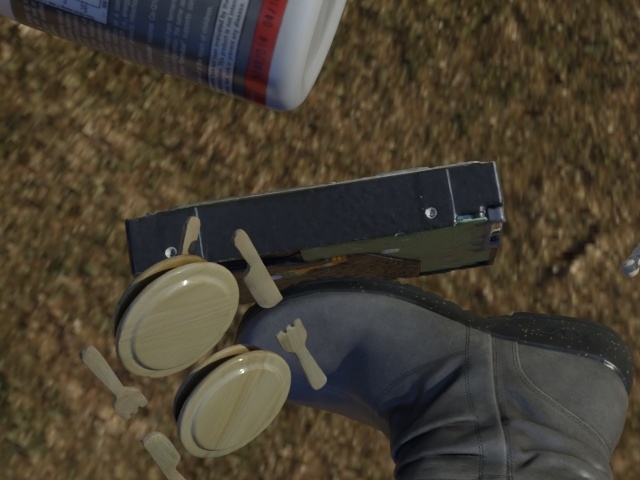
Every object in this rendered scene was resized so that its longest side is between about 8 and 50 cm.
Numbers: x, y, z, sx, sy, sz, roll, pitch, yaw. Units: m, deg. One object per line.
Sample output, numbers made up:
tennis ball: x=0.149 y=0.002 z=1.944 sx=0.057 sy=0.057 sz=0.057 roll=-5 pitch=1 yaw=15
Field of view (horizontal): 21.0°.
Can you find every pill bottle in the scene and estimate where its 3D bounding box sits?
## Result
pill bottle: x=-0.157 y=-0.258 z=1.431 sx=0.362 sy=0.210 sz=0.210 roll=19 pitch=117 yaw=4

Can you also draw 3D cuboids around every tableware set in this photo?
tableware set: x=-0.078 y=0.070 z=1.091 sx=0.128 sy=0.039 sz=0.194 roll=-38 pitch=143 yaw=-10

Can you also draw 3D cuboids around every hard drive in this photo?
hard drive: x=0.000 y=0.000 z=1.631 sx=0.338 sy=0.237 sz=0.064 roll=-8 pitch=79 yaw=2

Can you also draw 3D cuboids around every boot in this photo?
boot: x=0.068 y=0.143 z=1.316 sx=0.338 sy=0.223 sz=0.118 roll=2 pitch=128 yaw=17

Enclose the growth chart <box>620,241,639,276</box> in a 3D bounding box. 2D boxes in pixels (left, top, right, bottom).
growth chart: x=0.373 y=-0.041 z=1.481 sx=0.237 sy=0.172 sz=0.021 roll=-28 pitch=97 yaw=25
